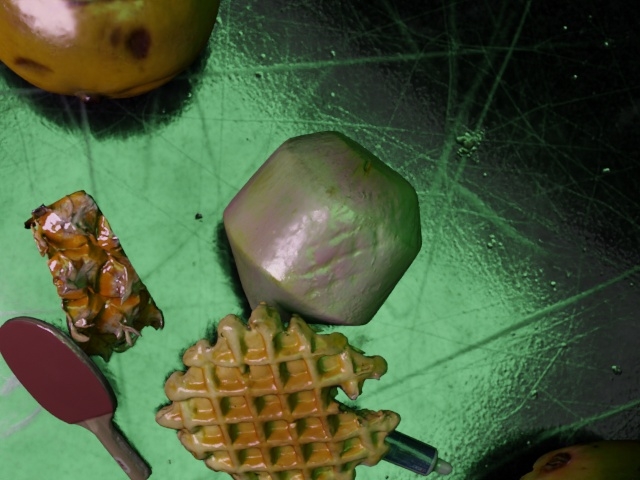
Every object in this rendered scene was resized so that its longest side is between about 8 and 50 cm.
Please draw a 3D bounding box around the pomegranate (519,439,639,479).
[{"bbox_3d":[0.370,0.395,1.183,0.310,0.216,0.358,-28,81,-29],"label":"pomegranate"}]

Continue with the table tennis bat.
[{"bbox_3d":[-0.274,0.182,1.192,0.246,0.138,0.022,56,44,-18],"label":"table tennis bat"}]

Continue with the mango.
[{"bbox_3d":[-0.295,-0.365,1.191,0.301,0.220,0.445,-28,86,-9],"label":"mango"}]

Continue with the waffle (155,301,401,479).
[{"bbox_3d":[-0.045,0.196,1.188,0.261,0.056,0.250,29,117,-15],"label":"waffle"}]

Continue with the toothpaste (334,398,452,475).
[{"bbox_3d":[0.070,0.242,1.274,0.197,0.035,0.057,24,72,-3],"label":"toothpaste"}]

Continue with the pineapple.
[{"bbox_3d":[-0.263,0.024,1.192,0.114,0.186,0.236,-23,130,-16],"label":"pineapple"}]

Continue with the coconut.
[{"bbox_3d":[0.000,0.000,1.206,0.236,0.204,0.236,-5,114,-11],"label":"coconut"}]
